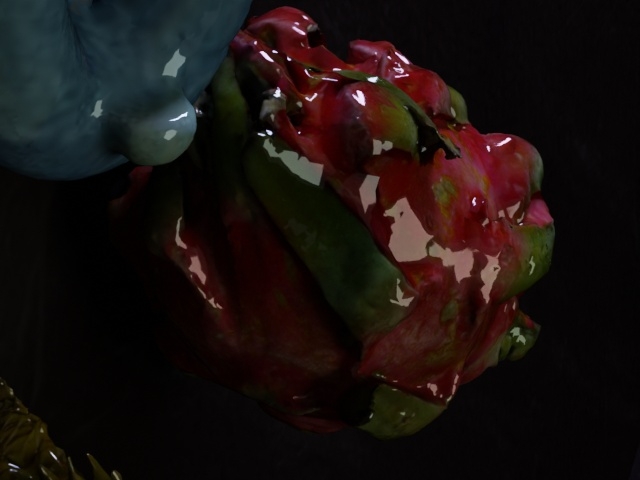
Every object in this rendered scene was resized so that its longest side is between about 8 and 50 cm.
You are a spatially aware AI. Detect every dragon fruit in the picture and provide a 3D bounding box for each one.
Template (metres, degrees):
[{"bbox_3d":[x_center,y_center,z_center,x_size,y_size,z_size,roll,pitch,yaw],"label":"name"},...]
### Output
[{"bbox_3d":[0.004,-0.010,1.092,0.302,0.231,0.237,45,66,-44],"label":"dragon fruit"}]

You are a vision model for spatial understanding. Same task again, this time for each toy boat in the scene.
[{"bbox_3d":[-0.087,-0.156,0.833,0.215,0.123,0.330,-24,145,-44],"label":"toy boat"}]

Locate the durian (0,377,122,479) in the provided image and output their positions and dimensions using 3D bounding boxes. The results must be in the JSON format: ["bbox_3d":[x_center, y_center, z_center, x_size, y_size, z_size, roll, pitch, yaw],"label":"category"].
[{"bbox_3d":[-0.147,0.241,0.954,0.185,0.196,0.305,19,88,-58],"label":"durian"}]
